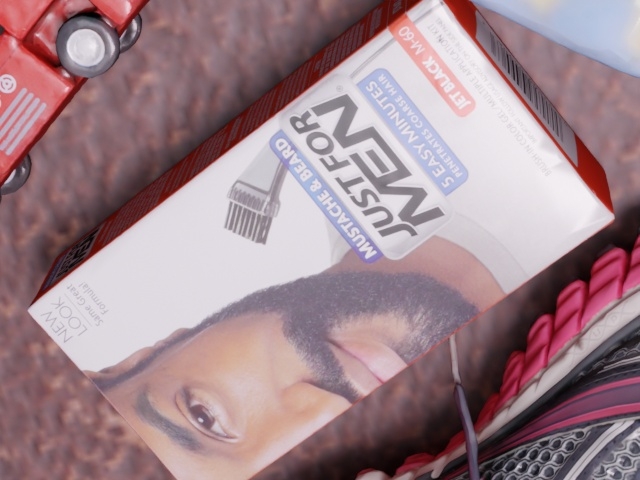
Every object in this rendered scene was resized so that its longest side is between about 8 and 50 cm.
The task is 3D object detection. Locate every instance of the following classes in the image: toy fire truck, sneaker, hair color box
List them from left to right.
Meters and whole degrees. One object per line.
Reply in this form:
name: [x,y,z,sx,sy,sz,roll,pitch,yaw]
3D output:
toy fire truck: [-0.157,-0.051,0.630,0.135,0.047,0.192,38,106,-6]
hair color box: [0.000,0.000,0.631,0.167,0.053,0.093,-37,102,16]
sneaker: [0.054,0.119,0.622,0.121,0.112,0.299,34,109,-22]

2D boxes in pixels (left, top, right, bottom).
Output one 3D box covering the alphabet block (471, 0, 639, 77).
alphabet block: [0.078,-0.164,0.468,0.192,0.193,0.197,29,110,27]
